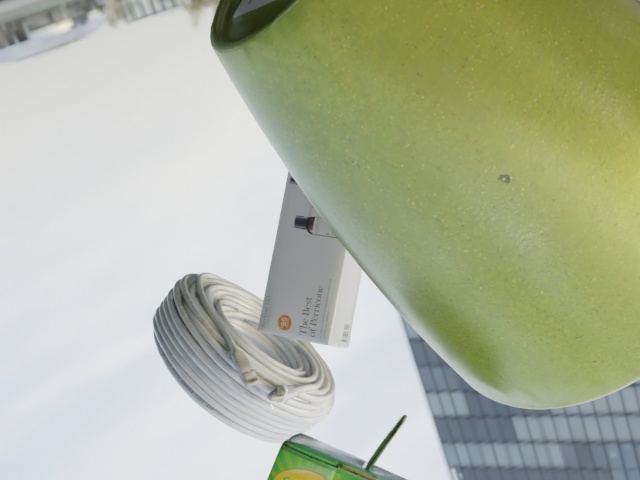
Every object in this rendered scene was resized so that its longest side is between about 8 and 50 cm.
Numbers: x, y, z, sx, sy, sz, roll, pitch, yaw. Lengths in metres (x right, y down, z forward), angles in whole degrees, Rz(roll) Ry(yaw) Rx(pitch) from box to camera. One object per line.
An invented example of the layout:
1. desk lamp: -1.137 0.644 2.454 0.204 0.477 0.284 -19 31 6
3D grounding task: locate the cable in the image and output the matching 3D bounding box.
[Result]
1. cable: -0.094 0.147 1.310 0.089 0.257 0.257 -52 -124 11

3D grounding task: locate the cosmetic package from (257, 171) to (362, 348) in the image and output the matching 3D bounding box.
1. cosmetic package: 0.000 0.000 1.205 0.099 0.239 0.060 8 175 29

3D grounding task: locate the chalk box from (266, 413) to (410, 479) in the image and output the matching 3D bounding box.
1. chalk box: 0.013 0.229 0.793 0.132 0.213 0.132 21 173 8

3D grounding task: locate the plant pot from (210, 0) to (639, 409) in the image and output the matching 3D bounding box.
1. plant pot: 0.084 -0.082 0.642 0.275 0.293 0.275 -38 -148 29
